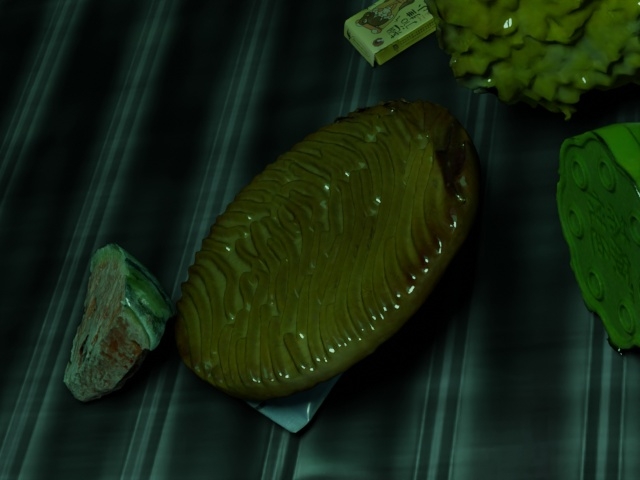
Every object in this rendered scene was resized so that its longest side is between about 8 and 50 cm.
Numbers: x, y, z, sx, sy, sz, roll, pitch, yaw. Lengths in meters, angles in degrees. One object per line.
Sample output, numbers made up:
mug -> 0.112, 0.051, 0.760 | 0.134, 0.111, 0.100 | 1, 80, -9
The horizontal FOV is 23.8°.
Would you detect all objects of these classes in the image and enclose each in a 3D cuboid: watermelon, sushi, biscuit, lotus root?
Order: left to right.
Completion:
watermelon -> -0.182, 0.081, 1.371 | 0.139, 0.071, 0.187 | -63, 21, 4
biscuit -> 0.000, 0.000, 1.308 | 0.318, 0.040, 0.318 | -30, 33, 22
sushi -> 0.187, -0.315, 1.308 | 0.240, 0.396, 0.351 | -16, 38, 12
lotus root -> 0.293, -0.018, 1.174 | 0.186, 0.186, 0.186 | -14, 47, 15

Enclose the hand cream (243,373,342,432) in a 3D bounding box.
hand cream -> 0.032, 0.044, 1.307 | 0.091, 0.058, 0.271 | 30, 72, 34

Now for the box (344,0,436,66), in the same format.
box -> 0.098, -0.236, 1.543 | 0.149, 0.020, 0.073 | -33, 45, -4
